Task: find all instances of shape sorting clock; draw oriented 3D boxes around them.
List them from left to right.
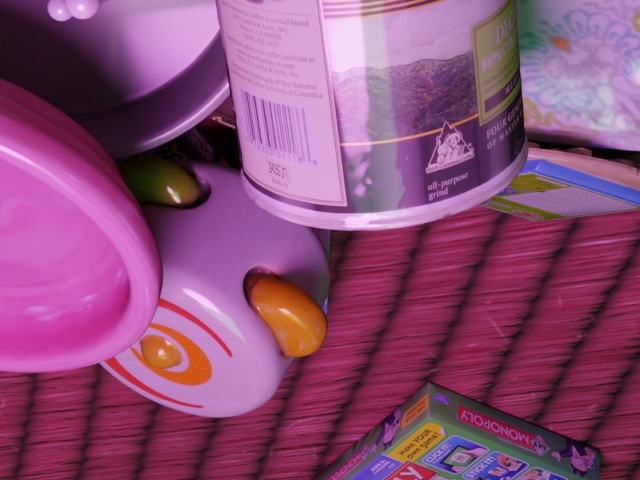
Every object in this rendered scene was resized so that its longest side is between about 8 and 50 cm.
[{"bbox_3d":[0.173,-0.053,1.469,0.206,0.040,0.206,5,169,1],"label":"shape sorting clock"}]

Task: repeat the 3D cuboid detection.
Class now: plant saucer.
[{"bbox_3d":[-0.270,-0.023,1.325,0.332,0.084,0.332,9,146,6],"label":"plant saucer"}]

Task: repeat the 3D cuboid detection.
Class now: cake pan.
[{"bbox_3d":[-0.177,-0.194,1.290,0.293,0.054,0.293,-3,121,-6],"label":"cake pan"}]

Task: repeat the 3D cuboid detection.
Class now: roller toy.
[{"bbox_3d":[-0.099,0.046,1.484,0.209,0.146,0.191,30,145,-1],"label":"roller toy"}]

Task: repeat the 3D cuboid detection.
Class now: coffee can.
[{"bbox_3d":[0.027,-0.174,1.198,0.201,0.201,0.275,-3,120,8],"label":"coffee can"}]

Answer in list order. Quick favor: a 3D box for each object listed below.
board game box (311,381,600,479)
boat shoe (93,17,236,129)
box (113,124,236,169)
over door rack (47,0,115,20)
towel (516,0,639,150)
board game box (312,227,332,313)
[{"bbox_3d":[0.111,0.274,1.928,0.213,0.046,0.317,22,137,-23],"label":"board game box"},{"bbox_3d":[-0.111,-0.134,1.421,0.207,0.073,0.073,24,134,-24],"label":"boat shoe"},{"bbox_3d":[-0.153,-0.071,1.530,0.114,0.036,0.207,-18,136,24],"label":"box"},{"bbox_3d":[-0.119,-0.259,1.050,0.324,0.108,0.240,-4,108,57],"label":"over door rack"},{"bbox_3d":[0.268,-0.199,1.280,0.320,0.090,0.374,6,141,6],"label":"towel"},{"bbox_3d":[0.000,0.000,1.564,0.020,0.090,0.090,4,140,1],"label":"board game box"}]
